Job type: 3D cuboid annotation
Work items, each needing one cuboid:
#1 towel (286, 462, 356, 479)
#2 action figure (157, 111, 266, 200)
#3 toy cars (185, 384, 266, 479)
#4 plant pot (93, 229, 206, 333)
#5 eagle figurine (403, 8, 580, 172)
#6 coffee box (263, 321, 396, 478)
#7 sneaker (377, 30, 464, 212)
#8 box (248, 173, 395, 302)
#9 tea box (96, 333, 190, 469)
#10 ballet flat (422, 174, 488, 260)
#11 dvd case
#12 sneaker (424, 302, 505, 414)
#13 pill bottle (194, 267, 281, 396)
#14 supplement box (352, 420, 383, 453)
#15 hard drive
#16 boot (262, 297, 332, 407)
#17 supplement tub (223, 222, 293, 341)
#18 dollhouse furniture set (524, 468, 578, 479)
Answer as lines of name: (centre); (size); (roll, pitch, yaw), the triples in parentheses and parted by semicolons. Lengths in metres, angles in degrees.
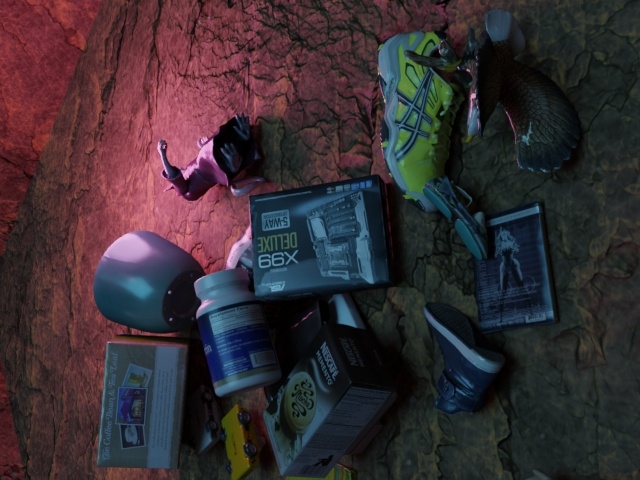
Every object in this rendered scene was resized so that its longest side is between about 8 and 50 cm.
towel: (-0.005, 0.556, 1.715); (0.237, 0.021, 0.102); (4, 87, 51)
action figure: (-0.311, -0.199, 2.108); (0.370, 0.248, 0.275); (-34, 86, 41)
toy cars: (-0.250, 0.514, 1.969); (0.394, 0.087, 0.176); (9, 79, 54)
plant pot: (-0.468, 0.140, 2.139); (0.235, 0.293, 0.292); (18, 99, 35)
eagle figurine: (0.316, -0.266, 1.314); (0.298, 0.226, 0.225); (-124, 16, -58)
coffee box: (0.010, 0.335, 1.530); (0.297, 0.119, 0.168); (-58, 36, 27)
sneaker: (0.211, -0.248, 1.488); (0.147, 0.145, 0.384); (-12, 82, 34)
box: (0.000, 0.000, 1.633); (0.308, 0.076, 0.242); (-8, 76, 15)
tea box: (-0.487, 0.438, 2.060); (0.323, 0.220, 0.328); (166, 108, -81)
ballet flat: (0.275, -0.050, 1.403); (0.188, 0.070, 0.070); (54, 127, 13)
dvd case: (0.353, 0.053, 1.365); (0.165, 0.018, 0.221); (-19, 71, 49)
sneaker: (0.247, 0.233, 1.413); (0.226, 0.086, 0.163); (-127, 47, -54)
pill bottle: (-0.192, 0.204, 1.651); (0.153, 0.153, 0.264); (-31, 70, 43)
supplement box: (0.087, 0.414, 1.613); (0.098, 0.036, 0.062); (-58, 45, 26)
hard drive: (0.051, 0.287, 1.636); (0.203, 0.040, 0.307); (-57, 37, 28)
boot: (-0.049, 0.271, 1.673); (0.207, 0.090, 0.248); (-37, 45, 48)
supplement tub: (-0.158, 0.121, 1.828); (0.193, 0.194, 0.315); (40, 115, 46)
dollhouse furniture set: (0.502, 0.510, 1.092); (0.355, 0.174, 0.303); (-170, 60, -77)
